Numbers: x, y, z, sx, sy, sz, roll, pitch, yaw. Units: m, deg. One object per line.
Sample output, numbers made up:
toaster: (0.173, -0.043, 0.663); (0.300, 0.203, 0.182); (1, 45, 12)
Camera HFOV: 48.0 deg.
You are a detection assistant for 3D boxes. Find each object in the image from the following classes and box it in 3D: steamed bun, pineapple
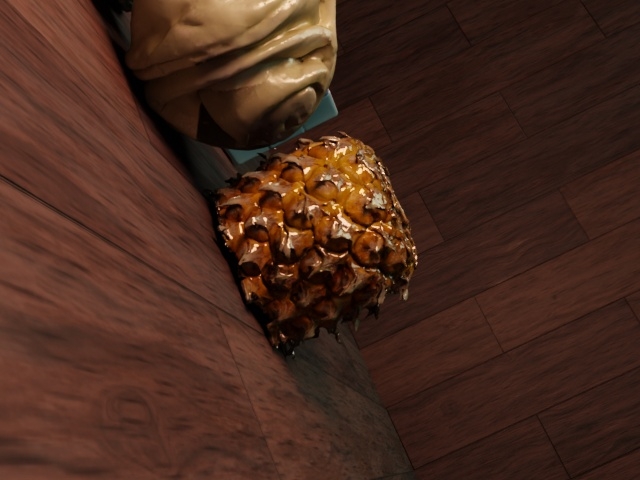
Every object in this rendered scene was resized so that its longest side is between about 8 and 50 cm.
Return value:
steamed bun: (-0.105, -0.265, 1.106); (0.394, 0.347, 0.237); (16, 51, -61)
pineapple: (0.000, -0.001, 1.216); (0.352, 0.300, 0.352); (-21, 90, -83)

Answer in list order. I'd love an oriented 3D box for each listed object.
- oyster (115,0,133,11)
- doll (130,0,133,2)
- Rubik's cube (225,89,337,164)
oyster: (-0.321, -0.469, 1.117); (0.252, 0.087, 0.199); (-18, 126, -71)
doll: (-0.270, -0.402, 1.085); (0.181, 0.110, 0.107); (8, 47, -58)
Rubik's cube: (-0.163, -0.410, 1.689); (0.290, 0.292, 0.291); (61, 6, -60)
